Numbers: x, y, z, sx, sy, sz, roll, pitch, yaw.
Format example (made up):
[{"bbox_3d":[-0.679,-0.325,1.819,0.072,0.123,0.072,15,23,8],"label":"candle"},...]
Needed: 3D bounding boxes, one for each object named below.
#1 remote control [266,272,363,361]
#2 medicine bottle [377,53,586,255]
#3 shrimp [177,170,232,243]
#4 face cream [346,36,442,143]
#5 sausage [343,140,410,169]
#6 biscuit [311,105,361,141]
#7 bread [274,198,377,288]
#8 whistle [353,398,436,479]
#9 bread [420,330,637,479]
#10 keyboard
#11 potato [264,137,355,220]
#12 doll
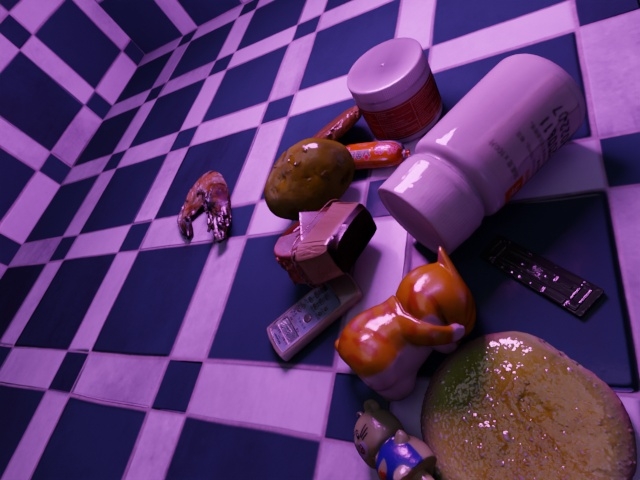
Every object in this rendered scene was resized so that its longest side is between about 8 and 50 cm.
[{"bbox_3d":[-0.015,0.161,0.917,0.233,0.038,0.098,-41,44,3],"label":"remote control"},{"bbox_3d":[0.309,-0.163,0.815,0.371,0.211,0.211,-45,45,-2],"label":"medicine bottle"},{"bbox_3d":[-0.377,-0.086,1.332,0.233,0.071,0.364,-41,45,15],"label":"shrimp"},{"bbox_3d":[0.195,-0.381,1.066,0.201,0.187,0.200,-18,50,23],"label":"face cream"},{"bbox_3d":[0.125,-0.223,1.081,0.235,0.071,0.071,2,60,36],"label":"sausage"},{"bbox_3d":[0.026,-0.302,1.171,0.226,0.042,0.226,-36,17,13],"label":"biscuit"},{"bbox_3d":[0.000,0.000,0.930,0.212,0.142,0.224,-8,33,45],"label":"bread"},{"bbox_3d":[0.125,0.348,0.640,0.227,0.085,0.105,36,126,50],"label":"whistle"},{"bbox_3d":[0.287,0.281,0.621,0.302,0.045,0.301,-20,49,24],"label":"bread"},{"bbox_3d":[0.386,0.057,0.738,0.061,0.013,0.204,-46,46,-3],"label":"keyboard"},{"bbox_3d":[-0.031,-0.156,1.059,0.254,0.186,0.148,-28,4,10],"label":"potato"},{"bbox_3d":[0.154,0.157,0.720,0.270,0.166,0.162,-35,45,4],"label":"doll"}]
